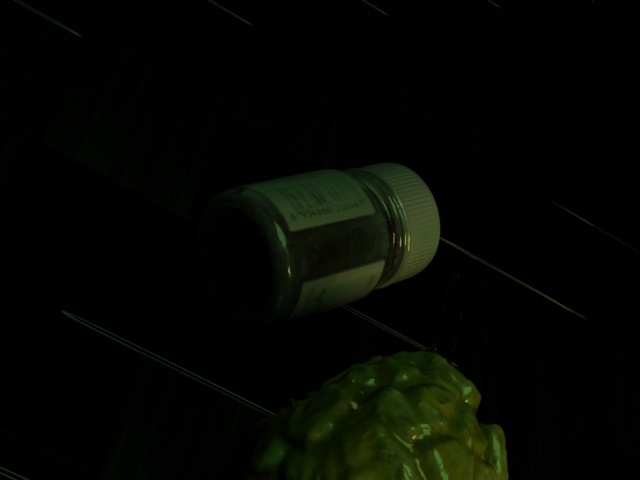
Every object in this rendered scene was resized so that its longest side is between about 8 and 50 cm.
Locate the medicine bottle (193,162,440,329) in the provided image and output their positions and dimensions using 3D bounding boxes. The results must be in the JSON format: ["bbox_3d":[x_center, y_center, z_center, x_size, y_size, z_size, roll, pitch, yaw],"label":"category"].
[{"bbox_3d":[0.000,0.000,1.435,0.273,0.165,0.165,-13,65,-44],"label":"medicine bottle"}]

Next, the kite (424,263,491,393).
[{"bbox_3d":[0.144,0.167,1.312,0.015,0.310,0.169,-14,56,-17],"label":"kite"}]

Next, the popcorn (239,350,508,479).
[{"bbox_3d":[0.045,0.248,1.192,0.282,0.282,0.247,-29,95,-46],"label":"popcorn"}]
